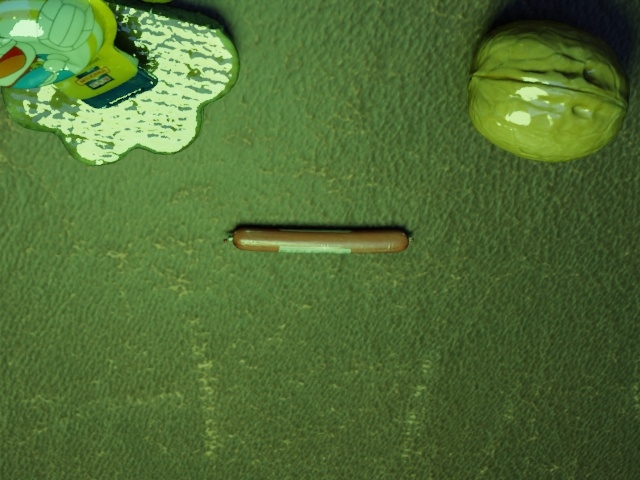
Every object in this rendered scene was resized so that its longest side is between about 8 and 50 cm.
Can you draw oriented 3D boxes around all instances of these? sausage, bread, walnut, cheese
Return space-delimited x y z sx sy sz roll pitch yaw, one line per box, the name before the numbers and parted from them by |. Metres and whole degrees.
sausage | 0.000 0.000 1.245 0.253 0.034 0.034 1 116 -11
bread | -0.246 -0.185 1.094 0.287 0.056 0.207 15 113 -16
walnut | 0.272 -0.175 1.135 0.197 0.165 0.165 17 113 -9
cheese | -0.267 -0.192 0.950 0.177 0.069 0.270 -20 161 20

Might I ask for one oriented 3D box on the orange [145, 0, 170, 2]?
orange | -0.182 -0.302 1.032 0.085 0.085 0.095 -15 130 -2
